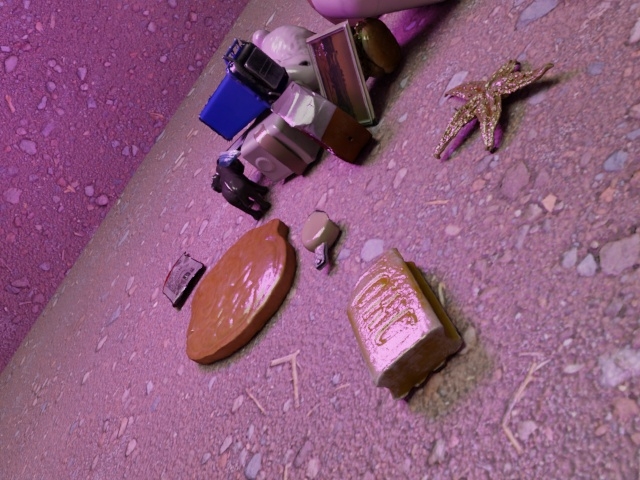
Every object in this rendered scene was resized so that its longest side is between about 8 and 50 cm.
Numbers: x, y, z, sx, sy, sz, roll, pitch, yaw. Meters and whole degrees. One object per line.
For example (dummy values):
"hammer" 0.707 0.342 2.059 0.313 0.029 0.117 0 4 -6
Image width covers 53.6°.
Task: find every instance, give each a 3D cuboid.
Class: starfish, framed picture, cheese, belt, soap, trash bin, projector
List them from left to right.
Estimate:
"trash bin" -0.220 -0.399 1.704 0.234 0.184 0.162 -37 24 41
"projector" -0.095 -0.287 1.721 0.177 0.163 0.242 -27 36 44
"belt" 0.000 -0.284 1.516 0.261 0.184 0.105 40 98 26
"cheese" 0.004 -0.006 1.377 0.092 0.047 0.171 -51 27 13
"framed picture" 0.046 -0.397 1.569 0.014 0.252 0.197 -25 15 -29
"soap" 0.122 0.126 1.020 0.140 0.073 0.232 -43 29 13
"starfish" 0.296 -0.254 1.193 0.231 0.048 0.295 -59 27 -8

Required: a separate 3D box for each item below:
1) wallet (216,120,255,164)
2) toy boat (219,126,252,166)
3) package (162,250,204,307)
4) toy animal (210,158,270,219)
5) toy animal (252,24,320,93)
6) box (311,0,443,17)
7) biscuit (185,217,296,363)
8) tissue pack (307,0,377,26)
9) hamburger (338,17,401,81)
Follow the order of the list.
"wallet" -0.191 -0.330 1.942 0.170 0.044 0.321 -23 22 33
"toy boat" -0.242 -0.264 1.768 0.105 0.034 0.149 -21 41 39
"package" -0.433 0.114 1.950 0.154 0.030 0.239 -59 28 -5
"toy animal" -0.224 -0.156 1.794 0.114 0.146 0.245 -55 27 2
"toy animal" -0.086 -0.522 1.883 0.357 0.257 0.194 -92 11 -60
"box" 0.163 -0.645 1.584 0.349 0.141 0.288 -16 24 -15
"biscuit" -0.208 0.119 1.559 0.385 0.062 0.365 -42 30 23
"tissue pack" 0.109 -0.868 1.922 0.387 0.277 0.267 -59 25 -11
"hamburger" 0.117 -0.478 1.579 0.131 0.185 0.159 -9 85 38
